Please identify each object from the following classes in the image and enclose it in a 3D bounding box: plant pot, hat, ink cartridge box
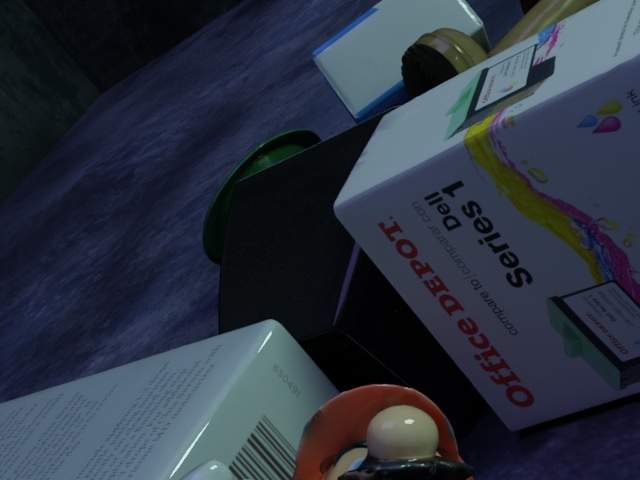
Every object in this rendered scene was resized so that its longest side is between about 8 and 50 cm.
[{"bbox_3d":[0.034,0.049,0.963,0.187,0.188,0.167,-22,38,42],"label":"plant pot"},{"bbox_3d":[0.000,0.000,1.378,0.173,0.183,0.208,-39,-25,-22],"label":"hat"},{"bbox_3d":[0.092,-0.163,1.326,0.148,0.086,0.203,-37,-17,3],"label":"ink cartridge box"},{"bbox_3d":[0.179,-0.024,0.788,0.278,0.201,0.117,-25,22,37],"label":"ink cartridge box"}]

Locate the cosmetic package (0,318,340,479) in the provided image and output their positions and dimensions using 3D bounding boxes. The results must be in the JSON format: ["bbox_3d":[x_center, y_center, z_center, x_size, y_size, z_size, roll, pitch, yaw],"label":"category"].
[{"bbox_3d":[-0.176,0.226,0.948,0.453,0.161,0.230,-19,27,47],"label":"cosmetic package"}]

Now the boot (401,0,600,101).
[{"bbox_3d":[0.198,-0.193,1.204,0.269,0.089,0.236,-43,-18,-9],"label":"boot"}]

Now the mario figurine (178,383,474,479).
[{"bbox_3d":[0.045,0.158,0.646,0.170,0.198,0.320,-49,20,11],"label":"mario figurine"}]

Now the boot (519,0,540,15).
[{"bbox_3d":[0.299,-0.318,1.355,0.264,0.096,0.280,-38,-16,14],"label":"boot"}]
